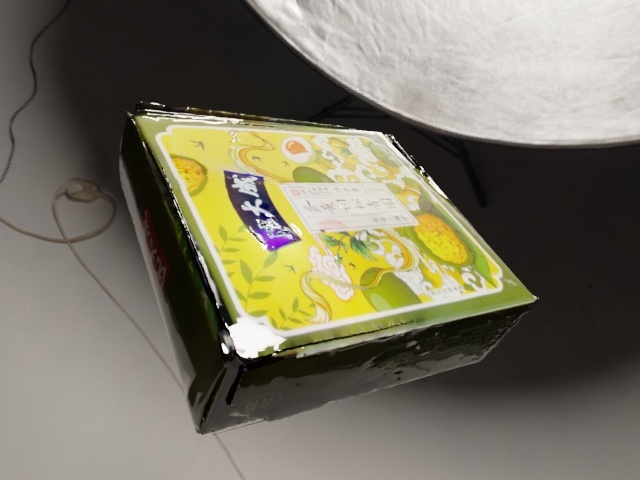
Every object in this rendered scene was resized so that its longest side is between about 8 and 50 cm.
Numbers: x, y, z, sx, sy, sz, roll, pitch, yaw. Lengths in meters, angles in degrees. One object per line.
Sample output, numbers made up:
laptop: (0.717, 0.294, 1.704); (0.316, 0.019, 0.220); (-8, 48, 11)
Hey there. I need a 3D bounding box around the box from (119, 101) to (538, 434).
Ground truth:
box: (0.000, 0.000, 0.628); (0.420, 0.138, 0.373); (-4, 47, -34)
